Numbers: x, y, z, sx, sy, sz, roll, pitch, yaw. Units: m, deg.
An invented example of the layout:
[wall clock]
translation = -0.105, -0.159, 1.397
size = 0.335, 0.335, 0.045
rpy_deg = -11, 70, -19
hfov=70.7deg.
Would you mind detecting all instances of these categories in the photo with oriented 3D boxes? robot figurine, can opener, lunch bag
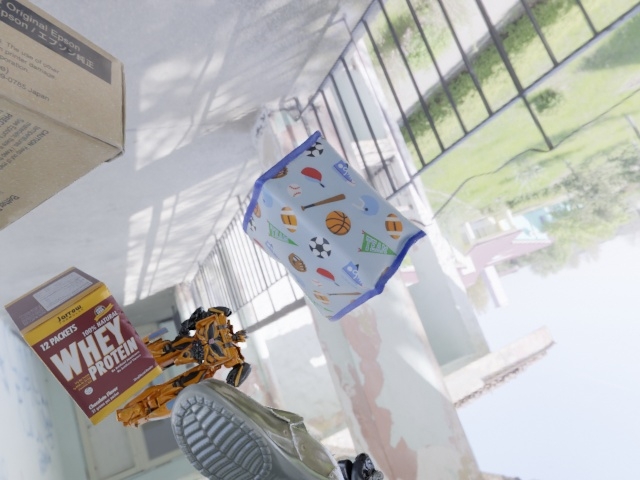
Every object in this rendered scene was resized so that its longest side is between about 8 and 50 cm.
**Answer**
[robot figurine]
translation = -0.286, 0.257, 0.939
size = 0.290, 0.211, 0.085
rpy_deg = -28, 154, 0
[can opener]
translation = 0.096, 0.452, 0.778
size = 0.059, 0.186, 0.073
rpy_deg = -30, -175, -38
[lunch bag]
translation = 0.000, 0.000, 1.035
size = 0.239, 0.328, 0.385
rpy_deg = -43, 174, -30

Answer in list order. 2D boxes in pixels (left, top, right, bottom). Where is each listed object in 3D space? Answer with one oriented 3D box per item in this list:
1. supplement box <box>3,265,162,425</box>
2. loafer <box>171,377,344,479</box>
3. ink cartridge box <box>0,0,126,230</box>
[supplement box]
translation = -0.405, 0.169, 0.771
size = 0.129, 0.192, 0.194
rpy_deg = -38, -152, -31
[loafer]
translation = -0.067, 0.245, 0.537
size = 0.094, 0.251, 0.087
rpy_deg = -40, -164, 14
[ink cartridge box]
translation = -0.283, -0.083, 0.296
size = 0.234, 0.088, 0.193
rpy_deg = -22, 155, 26
